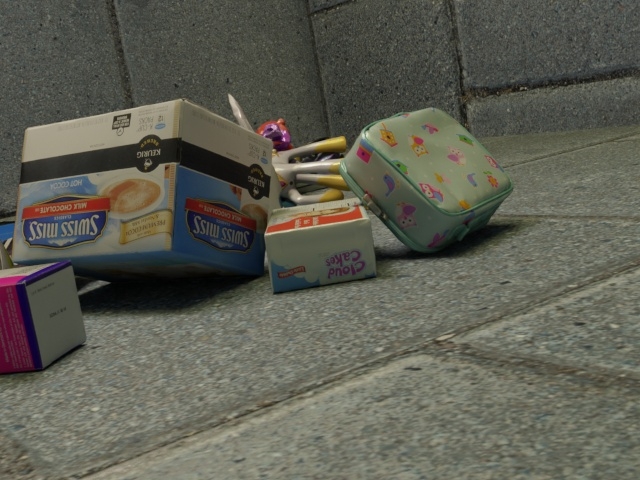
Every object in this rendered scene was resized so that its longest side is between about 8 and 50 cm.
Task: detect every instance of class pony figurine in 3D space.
[{"bbox_3d":[-0.111,-0.168,2.050,0.363,0.303,0.351,-5,22,-9],"label":"pony figurine"}]

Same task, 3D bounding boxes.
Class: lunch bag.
[{"bbox_3d":[0.173,-0.094,1.414,0.279,0.224,0.108,-24,-22,-50],"label":"lunch bag"}]

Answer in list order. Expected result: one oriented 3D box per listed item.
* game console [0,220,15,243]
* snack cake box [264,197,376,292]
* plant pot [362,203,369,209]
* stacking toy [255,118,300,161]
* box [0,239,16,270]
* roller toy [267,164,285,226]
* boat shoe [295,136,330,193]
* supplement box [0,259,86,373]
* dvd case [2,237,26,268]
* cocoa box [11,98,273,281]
[{"bbox_3d":[-0.673,0.042,2.015,0.293,0.173,0.250,-14,41,-24],"label":"game console"},{"bbox_3d":[0.000,0.000,1.363,0.152,0.089,0.264,-7,9,1],"label":"snack cake box"},{"bbox_3d":[0.126,-0.119,1.998,0.081,0.083,0.081,-11,9,-14],"label":"plant pot"},{"bbox_3d":[-0.239,-0.220,2.371,0.279,0.130,0.309,18,48,29],"label":"stacking toy"},{"bbox_3d":[-0.582,0.082,1.257,0.290,0.087,0.169,-11,-20,-11],"label":"box"},{"bbox_3d":[-0.162,-0.057,1.712,0.191,0.146,0.209,-13,9,46],"label":"roller toy"},{"bbox_3d":[-0.156,-0.194,2.552,0.500,0.156,0.187,-16,13,-30],"label":"boat shoe"},{"bbox_3d":[-0.422,0.100,1.102,0.220,0.114,0.111,-6,10,15],"label":"supplement box"},{"bbox_3d":[-0.517,0.025,1.625,0.221,0.018,0.164,-17,35,19],"label":"dvd case"},{"bbox_3d":[-0.281,-0.061,1.412,0.347,0.228,0.231,-4,-13,32],"label":"cocoa box"}]
